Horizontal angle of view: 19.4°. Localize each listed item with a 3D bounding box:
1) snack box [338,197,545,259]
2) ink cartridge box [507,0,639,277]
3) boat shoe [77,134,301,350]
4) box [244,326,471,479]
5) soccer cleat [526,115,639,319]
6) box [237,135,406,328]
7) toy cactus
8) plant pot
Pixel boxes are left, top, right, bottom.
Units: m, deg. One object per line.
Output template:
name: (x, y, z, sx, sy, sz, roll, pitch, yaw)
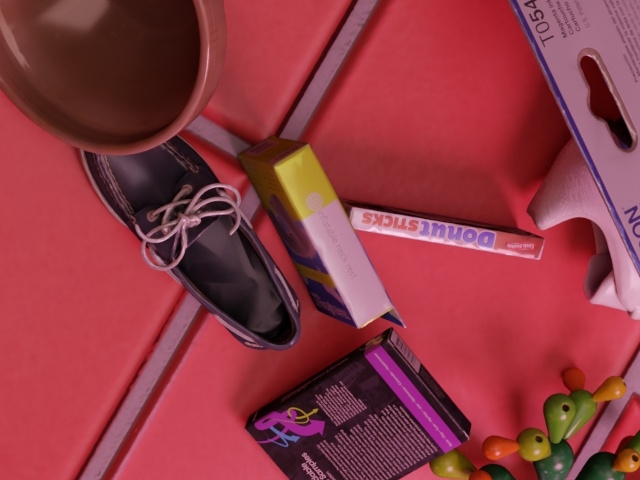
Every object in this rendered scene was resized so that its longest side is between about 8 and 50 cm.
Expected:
snack box: (0.100, -0.010, 1.619, 0.178, 0.064, 0.022, 9, 95, -17)
ink cartridge box: (0.322, -0.158, 1.591, 0.330, 0.071, 0.324, -25, 91, -21)
boat shoe: (-0.106, -0.007, 1.555, 0.095, 0.079, 0.254, -37, 106, -7)
box: (0.032, 0.160, 1.605, 0.162, 0.029, 0.116, -33, 105, 22)
soccer cleat: (0.323, 0.034, 1.672, 0.331, 0.116, 0.143, 43, 94, -11)
box: (0.000, 0.000, 1.570, 0.042, 0.109, 0.178, -31, 105, -13)
toy cactus: (0.199, 0.209, 1.677, 0.219, 0.112, 0.181, -10, 120, -16)
plant pot: (-0.160, -0.195, 1.470, 0.110, 0.237, 0.237, -42, 112, -49)
